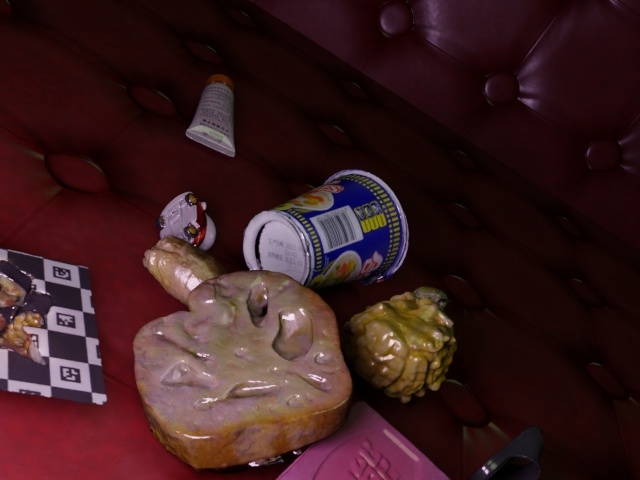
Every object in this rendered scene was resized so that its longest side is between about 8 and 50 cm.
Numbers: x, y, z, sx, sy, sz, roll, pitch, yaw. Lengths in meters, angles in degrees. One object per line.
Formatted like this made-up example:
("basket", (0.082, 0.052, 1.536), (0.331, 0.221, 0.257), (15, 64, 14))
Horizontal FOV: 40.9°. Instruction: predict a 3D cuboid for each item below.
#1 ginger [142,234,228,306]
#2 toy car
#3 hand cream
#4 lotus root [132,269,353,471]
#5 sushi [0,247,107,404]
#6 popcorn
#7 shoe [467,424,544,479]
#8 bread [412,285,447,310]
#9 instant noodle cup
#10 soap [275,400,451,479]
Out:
("ginger", (-0.229, 0.089, 1.676), (0.263, 0.109, 0.116), (42, 4, 12))
("toy car", (-0.273, -0.018, 1.819), (0.112, 0.112, 0.139), (32, 33, -42))
("hand cream", (-0.279, -0.339, 2.326), (0.139, 0.089, 0.314), (25, 33, -16))
("lotus root", (-0.120, 0.214, 1.441), (0.374, 0.111, 0.390), (22, 43, 18))
("sushi", (-0.529, 0.128, 1.332), (0.359, 0.064, 0.343), (16, 29, -30))
("popcorn", (0.175, 0.211, 1.808), (0.249, 0.225, 0.249), (21, 33, -15))
("shoe", (0.400, 0.472, 1.775), (0.241, 0.108, 0.093), (-16, 57, -48))
("bread", (0.261, 0.158, 2.113), (0.103, 0.110, 0.156), (28, 27, -2))
("instant noodle cup", (0.000, 0.000, 1.939), (0.284, 0.284, 0.312), (46, 37, 20))
("soap", (0.047, 0.440, 1.408), (0.233, 0.128, 0.359), (41, 29, 12))
